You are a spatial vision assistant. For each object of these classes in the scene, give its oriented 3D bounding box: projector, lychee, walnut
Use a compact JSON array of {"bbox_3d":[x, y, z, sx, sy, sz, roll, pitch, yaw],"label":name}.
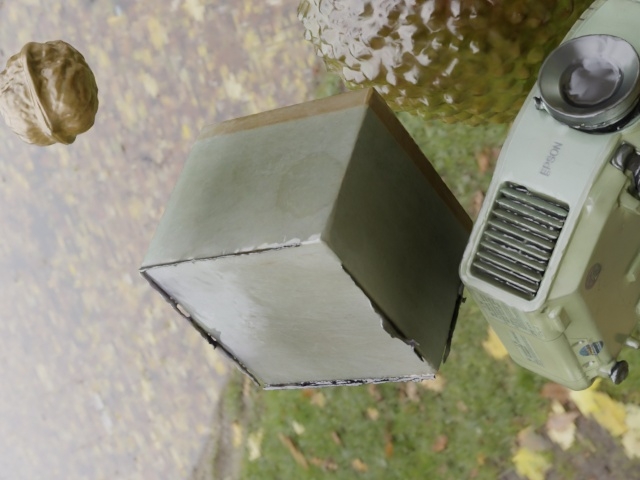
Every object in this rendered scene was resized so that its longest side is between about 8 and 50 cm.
[{"bbox_3d":[0.198,-0.051,0.746,0.088,0.269,0.193,23,164,35],"label":"projector"},{"bbox_3d":[0.108,-0.229,0.980,0.320,0.270,0.270,35,148,-9],"label":"lychee"},{"bbox_3d":[-0.224,-0.121,0.954,0.082,0.079,0.096,63,-171,-51],"label":"walnut"}]

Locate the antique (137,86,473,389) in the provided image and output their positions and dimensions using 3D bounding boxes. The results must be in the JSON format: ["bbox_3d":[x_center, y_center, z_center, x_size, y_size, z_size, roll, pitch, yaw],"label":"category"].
[{"bbox_3d":[0.000,0.000,0.739,0.147,0.148,0.152,-9,139,34],"label":"antique"}]
